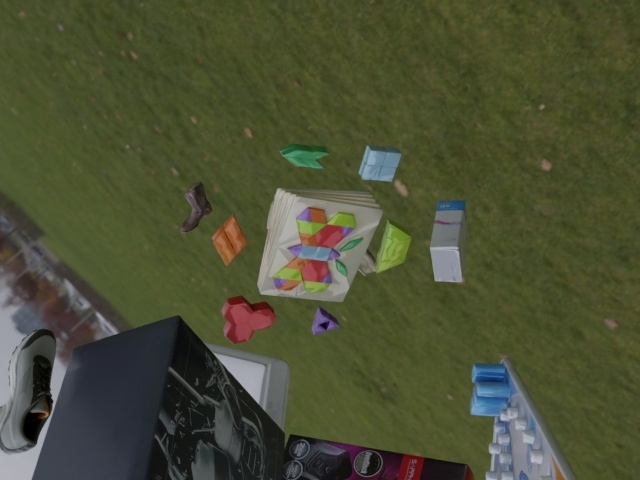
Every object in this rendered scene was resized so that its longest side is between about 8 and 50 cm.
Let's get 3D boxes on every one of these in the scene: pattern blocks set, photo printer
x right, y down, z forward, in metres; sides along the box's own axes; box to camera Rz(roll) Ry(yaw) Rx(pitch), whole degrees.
[{"bbox_3d":[-0.008,0.011,1.056,0.026,0.285,0.325,-115,24,-51],"label":"pattern blocks set"},{"bbox_3d":[-0.222,0.367,1.715,0.307,0.256,0.107,7,179,37],"label":"photo printer"}]

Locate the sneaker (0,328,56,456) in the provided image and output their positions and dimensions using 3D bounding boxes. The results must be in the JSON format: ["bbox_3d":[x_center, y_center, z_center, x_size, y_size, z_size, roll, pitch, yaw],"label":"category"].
[{"bbox_3d":[-0.593,0.314,1.572,0.107,0.272,0.100,-8,147,23],"label":"sneaker"}]

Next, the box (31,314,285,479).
[{"bbox_3d":[-0.197,0.336,0.973,0.343,0.178,0.313,-89,-26,-46],"label":"box"}]

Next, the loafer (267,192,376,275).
[{"bbox_3d":[0.000,0.000,1.591,0.268,0.092,0.102,35,-173,-5],"label":"loafer"}]

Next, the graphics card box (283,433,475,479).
[{"bbox_3d":[0.083,0.508,1.411,0.370,0.233,0.094,4,140,23],"label":"graphics card box"}]

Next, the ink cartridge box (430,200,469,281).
[{"bbox_3d":[0.230,0.001,1.343,0.052,0.122,0.089,0,134,17],"label":"ink cartridge box"}]

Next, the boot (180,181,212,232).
[{"bbox_3d":[-0.326,-0.084,1.903,0.037,0.106,0.114,34,158,25],"label":"boot"}]

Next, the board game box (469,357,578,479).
[{"bbox_3d":[0.199,0.372,0.817,0.390,0.050,0.390,-75,-12,-79],"label":"board game box"}]
